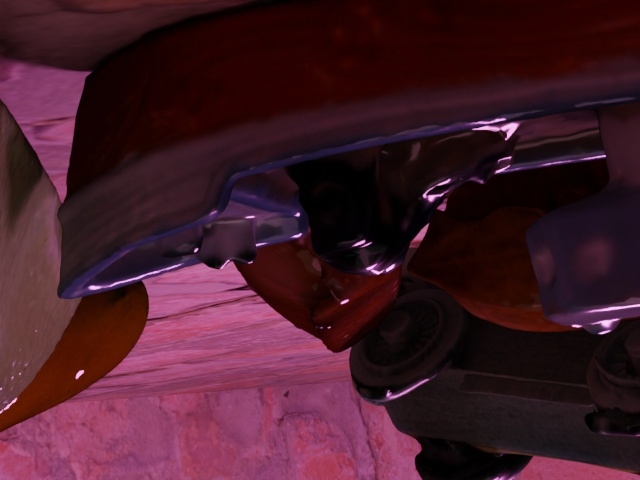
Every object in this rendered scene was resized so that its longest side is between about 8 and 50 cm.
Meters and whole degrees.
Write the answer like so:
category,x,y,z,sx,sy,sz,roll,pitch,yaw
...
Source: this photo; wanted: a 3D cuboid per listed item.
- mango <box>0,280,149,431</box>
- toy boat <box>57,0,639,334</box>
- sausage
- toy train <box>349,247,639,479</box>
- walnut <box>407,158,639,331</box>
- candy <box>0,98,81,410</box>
category,x,y,z,sx,sy,sz,roll,pitch,yaw
mango,-0.228,0.060,1.040,0.175,0.139,0.254,-3,-178,34
toy boat,0.049,-0.024,0.658,0.332,0.133,0.145,-8,174,15
sausage,0.000,0.000,0.948,0.102,0.102,0.330,-7,173,2
toy train,0.177,0.049,1.065,0.369,0.237,0.150,3,143,47
walnut,0.145,-0.010,0.918,0.207,0.115,0.116,-16,170,16
candy,-0.181,-0.002,0.700,0.132,0.142,0.343,-51,177,-9
